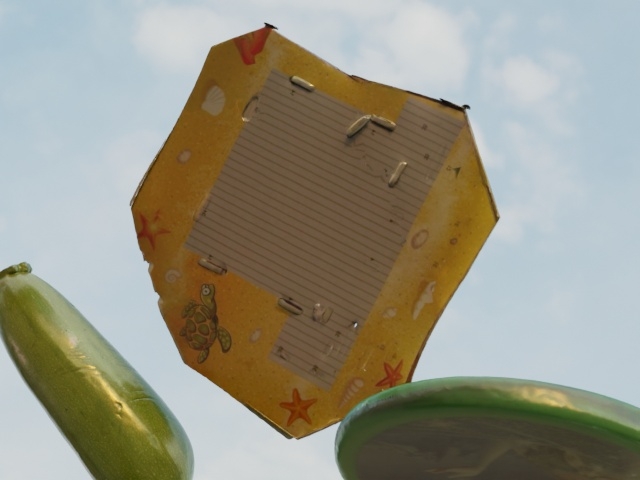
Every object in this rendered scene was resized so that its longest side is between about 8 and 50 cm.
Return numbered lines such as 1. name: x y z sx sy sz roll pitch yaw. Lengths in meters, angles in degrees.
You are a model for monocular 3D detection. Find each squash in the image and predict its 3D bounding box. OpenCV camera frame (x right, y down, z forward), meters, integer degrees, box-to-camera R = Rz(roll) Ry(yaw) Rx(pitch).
1. squash: -0.151 0.093 0.832 0.201 0.066 0.066 50 -44 17

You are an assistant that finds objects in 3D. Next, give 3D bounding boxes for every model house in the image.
1. model house: 0.000 0.000 0.813 0.207 0.136 0.219 25 -87 13

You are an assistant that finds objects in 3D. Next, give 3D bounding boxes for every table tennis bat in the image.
1. table tennis bat: 0.099 0.129 0.571 0.161 0.039 0.257 0 -34 23
